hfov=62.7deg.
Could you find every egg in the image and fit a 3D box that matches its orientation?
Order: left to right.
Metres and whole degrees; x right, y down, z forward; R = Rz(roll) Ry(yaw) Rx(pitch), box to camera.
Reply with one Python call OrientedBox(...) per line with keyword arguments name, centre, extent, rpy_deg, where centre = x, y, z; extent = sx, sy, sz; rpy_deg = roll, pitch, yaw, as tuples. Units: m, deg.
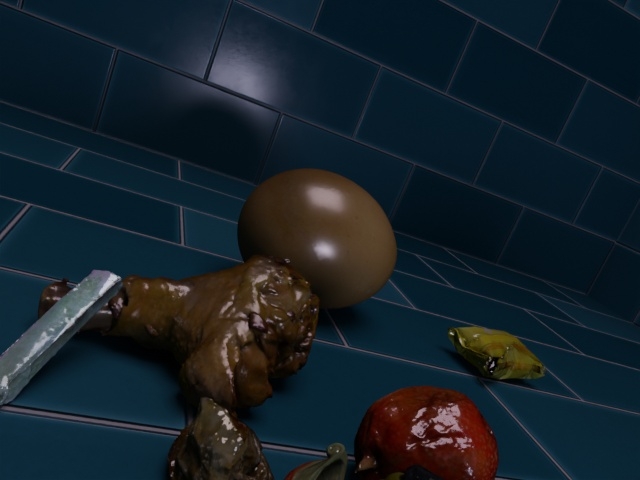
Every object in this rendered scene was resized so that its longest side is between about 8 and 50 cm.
OrientedBox(name="egg", centre=(0.000, 0.000, 1.165), extent=(0.374, 0.301, 0.301), rpy_deg=(16, 15, -26))

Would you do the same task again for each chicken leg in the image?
OrientedBox(name="chicken leg", centre=(-0.183, 0.129, 0.748), extent=(0.409, 0.182, 0.295), rpy_deg=(9, 33, -18))

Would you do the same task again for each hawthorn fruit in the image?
OrientedBox(name="hawthorn fruit", centre=(0.134, 0.265, 0.674), extent=(0.179, 0.173, 0.173), rpy_deg=(22, 14, -3))

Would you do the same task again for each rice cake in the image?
OrientedBox(name="rice cake", centre=(-0.324, 0.110, 0.640), extent=(0.043, 0.034, 0.211), rpy_deg=(25, 43, 8))

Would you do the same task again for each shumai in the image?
OrientedBox(name="shumai", centre=(-0.094, 0.241, 0.569), extent=(0.123, 0.105, 0.139), rpy_deg=(16, 40, -36))

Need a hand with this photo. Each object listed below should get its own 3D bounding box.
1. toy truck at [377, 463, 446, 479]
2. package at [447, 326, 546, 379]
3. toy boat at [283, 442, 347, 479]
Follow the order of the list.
OrientedBox(name="toy truck", centre=(0.119, 0.310, 0.514), extent=(0.224, 0.147, 0.165), rpy_deg=(30, -12, -9))
OrientedBox(name="package", centre=(0.418, 0.268, 1.245), extent=(0.226, 0.090, 0.168), rpy_deg=(10, 21, -31))
OrientedBox(name="toy boat", centre=(-0.011, 0.282, 0.525), extent=(0.071, 0.089, 0.185), rpy_deg=(-15, 22, 11))
